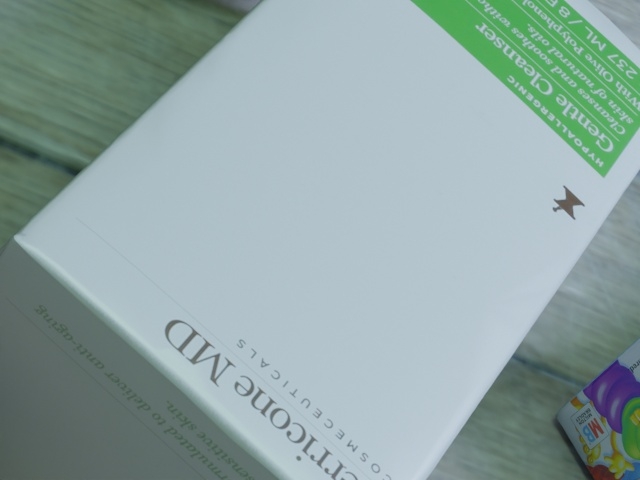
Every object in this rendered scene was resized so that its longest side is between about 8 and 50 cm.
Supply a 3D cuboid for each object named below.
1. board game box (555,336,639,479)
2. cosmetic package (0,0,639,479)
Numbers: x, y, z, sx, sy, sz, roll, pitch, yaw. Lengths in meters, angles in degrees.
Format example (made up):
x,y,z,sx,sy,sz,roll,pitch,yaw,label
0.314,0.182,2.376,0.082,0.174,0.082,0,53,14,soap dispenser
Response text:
x,y,z,sx,sy,sz,roll,pitch,yaw,label
0.288,0.080,1.050,0.275,0.144,0.142,-16,67,-40,board game box
0.000,0.000,0.924,0.197,0.155,0.365,41,45,-2,cosmetic package
